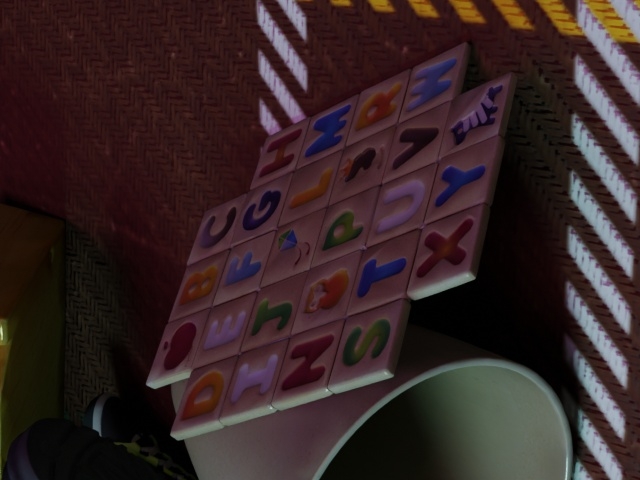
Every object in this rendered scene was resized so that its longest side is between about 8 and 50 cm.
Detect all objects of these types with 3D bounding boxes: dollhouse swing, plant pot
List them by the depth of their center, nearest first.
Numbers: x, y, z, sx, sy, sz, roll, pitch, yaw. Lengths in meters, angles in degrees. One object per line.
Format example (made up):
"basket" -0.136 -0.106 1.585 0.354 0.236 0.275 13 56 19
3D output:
"plant pot" 0.004 0.153 1.185 0.274 0.256 0.256 31 124 49
"dollhouse swing" -0.413 0.155 1.492 0.305 0.315 0.347 7 113 2

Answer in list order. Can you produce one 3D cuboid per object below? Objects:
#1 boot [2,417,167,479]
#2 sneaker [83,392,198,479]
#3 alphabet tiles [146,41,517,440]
"boot" -0.260 0.402 1.365 0.445 0.146 0.367 -39 109 21
"sneaker" -0.133 0.238 1.448 0.097 0.084 0.234 -30 84 20
"alphabet tiles" 0.000 0.000 1.131 0.011 0.285 0.342 36 142 -29
